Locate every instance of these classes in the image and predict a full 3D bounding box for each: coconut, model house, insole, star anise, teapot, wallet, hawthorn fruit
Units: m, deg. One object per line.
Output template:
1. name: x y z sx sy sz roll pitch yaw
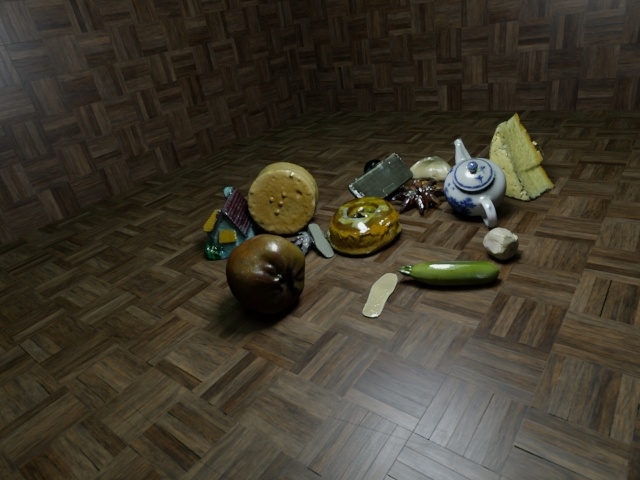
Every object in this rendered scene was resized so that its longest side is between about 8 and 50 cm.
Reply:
1. coconut: 0.645 0.006 1.548 0.110 0.110 0.124 -18 33 -14
2. model house: -0.430 -0.091 1.957 0.229 0.249 0.281 -9 28 5
3. insole: 0.206 0.184 1.478 0.081 0.011 0.248 4 32 25
4. insole: 0.000 0.000 1.804 0.063 0.010 0.192 -10 51 -25
5. star anise: -0.056 -0.001 1.858 0.180 0.061 0.204 12 36 36
6. teapot: 0.644 -0.239 1.797 0.252 0.280 0.424 -19 59 13
7. wallet: 0.298 -0.293 2.124 0.317 0.169 0.044 -37 -7 -16
8. hawthorn fruit: -0.205 0.109 1.502 0.267 0.268 0.300 -30 24 -32
9. star anise: 0.455 -0.226 2.014 0.271 0.103 0.272 -12 44 11

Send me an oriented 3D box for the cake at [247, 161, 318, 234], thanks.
1. cake: -0.163 -0.220 2.039 0.332 0.333 0.321 -7 21 7

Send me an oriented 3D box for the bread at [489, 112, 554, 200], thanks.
1. bread: 0.923 -0.367 1.952 0.248 0.316 0.279 -27 42 -25

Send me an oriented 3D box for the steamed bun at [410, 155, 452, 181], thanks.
1. steamed bun: 0.590 -0.391 2.306 0.212 0.111 0.231 -11 25 0

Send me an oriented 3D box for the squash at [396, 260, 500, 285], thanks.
1. squash: 0.429 0.111 1.457 0.340 0.095 0.094 0 30 13

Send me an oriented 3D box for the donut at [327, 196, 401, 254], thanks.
1. donut: 0.184 -0.076 1.810 0.329 0.160 0.330 -3 34 2

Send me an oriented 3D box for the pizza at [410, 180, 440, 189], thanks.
1. pizza: 0.515 -0.249 2.131 0.174 0.046 0.134 8 35 30

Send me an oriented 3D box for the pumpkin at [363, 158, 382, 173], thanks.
1. pumpkin: 0.317 -0.349 2.257 0.194 0.194 0.150 19 69 43
